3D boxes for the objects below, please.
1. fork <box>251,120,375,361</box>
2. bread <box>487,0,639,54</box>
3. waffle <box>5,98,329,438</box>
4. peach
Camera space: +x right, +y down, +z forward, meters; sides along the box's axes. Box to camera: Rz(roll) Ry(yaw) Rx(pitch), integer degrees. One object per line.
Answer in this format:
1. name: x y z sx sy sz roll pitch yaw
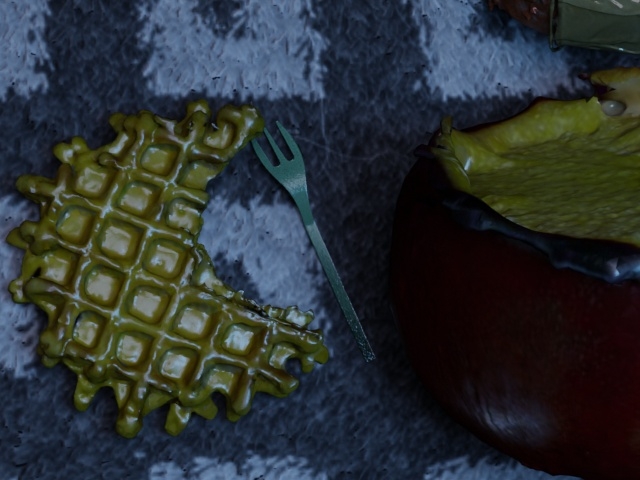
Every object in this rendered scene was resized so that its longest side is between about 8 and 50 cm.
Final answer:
1. fork: 0.000 -0.001 1.686 0.039 0.021 0.235 -24 84 -12
2. bread: 0.249 -0.284 1.714 0.212 0.142 0.224 27 64 18
3. waffle: -0.139 0.024 1.627 0.260 0.069 0.293 -18 82 -11
4. peach: 0.249 0.021 1.533 0.339 0.416 0.353 -24 83 -21
